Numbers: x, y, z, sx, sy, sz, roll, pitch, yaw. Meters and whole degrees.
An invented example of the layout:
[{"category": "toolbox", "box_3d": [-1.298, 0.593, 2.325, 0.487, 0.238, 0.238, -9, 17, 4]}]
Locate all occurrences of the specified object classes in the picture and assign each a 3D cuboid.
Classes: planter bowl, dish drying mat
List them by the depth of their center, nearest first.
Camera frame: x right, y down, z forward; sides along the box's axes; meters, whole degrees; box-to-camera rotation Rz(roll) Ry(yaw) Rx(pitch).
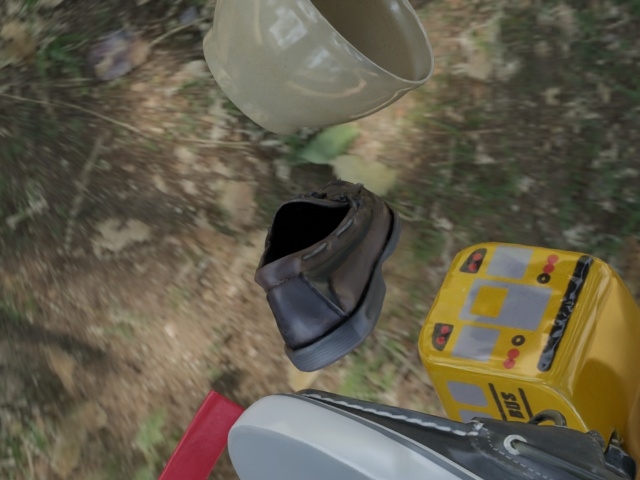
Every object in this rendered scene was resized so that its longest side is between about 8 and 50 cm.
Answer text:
[{"category": "planter bowl", "box_3d": [-0.013, -0.144, 1.267, 0.109, 0.162, 0.162, -39, 103, 26]}, {"category": "dish drying mat", "box_3d": [-0.090, 0.156, 1.352, 0.032, 0.008, 0.083, 31, 81, -5]}]

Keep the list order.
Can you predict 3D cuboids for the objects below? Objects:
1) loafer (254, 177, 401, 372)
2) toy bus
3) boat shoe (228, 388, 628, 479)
[{"category": "loafer", "box_3d": [0.000, 0.000, 1.475, 0.109, 0.302, 0.095, -32, 107, 15]}, {"category": "toy bus", "box_3d": [0.180, 0.148, 1.239, 0.108, 0.130, 0.332, -65, 147, -31]}, {"category": "boat shoe", "box_3d": [0.081, 0.096, 0.599, 0.228, 0.080, 0.076, 21, 51, 23]}]
